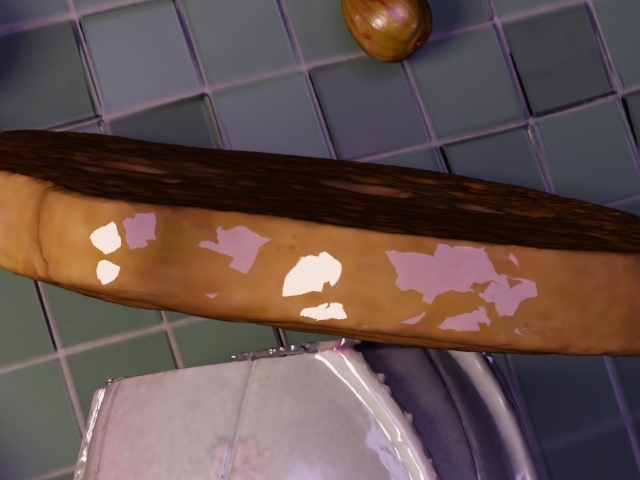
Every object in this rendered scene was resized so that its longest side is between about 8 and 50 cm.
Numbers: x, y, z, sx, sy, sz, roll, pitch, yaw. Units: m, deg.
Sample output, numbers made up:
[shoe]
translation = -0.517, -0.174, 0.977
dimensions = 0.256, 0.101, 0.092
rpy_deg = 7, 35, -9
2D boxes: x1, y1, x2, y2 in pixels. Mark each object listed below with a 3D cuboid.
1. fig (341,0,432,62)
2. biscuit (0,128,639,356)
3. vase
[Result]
[fig]
translation = 0.026, -0.139, 1.157
dimensions = 0.083, 0.050, 0.050
rpy_deg = 31, 71, 15
[biscuit]
translation = 0.000, 0.002, 0.946
dimensions = 0.365, 0.385, 0.062
rpy_deg = 6, 96, -9
[vase]
translation = -0.002, 0.275, 0.962
dimensions = 0.250, 0.250, 0.445
rpy_deg = -2, 83, -14
